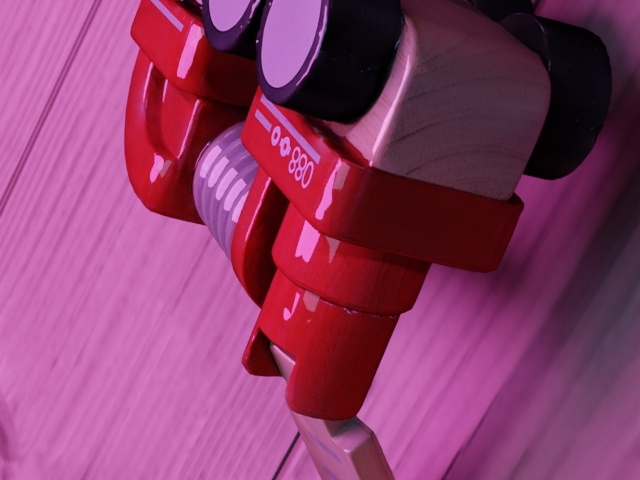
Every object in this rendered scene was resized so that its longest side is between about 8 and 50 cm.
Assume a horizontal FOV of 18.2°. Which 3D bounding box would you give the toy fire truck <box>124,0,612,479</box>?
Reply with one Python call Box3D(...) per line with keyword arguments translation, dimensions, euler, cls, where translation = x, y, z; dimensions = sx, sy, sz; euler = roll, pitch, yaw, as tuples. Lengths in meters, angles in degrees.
Box3D(translation=(0.000, 0.000, 0.795), dimensions=(0.217, 0.158, 0.246), euler=(48, 121, 58), cls="toy fire truck")
